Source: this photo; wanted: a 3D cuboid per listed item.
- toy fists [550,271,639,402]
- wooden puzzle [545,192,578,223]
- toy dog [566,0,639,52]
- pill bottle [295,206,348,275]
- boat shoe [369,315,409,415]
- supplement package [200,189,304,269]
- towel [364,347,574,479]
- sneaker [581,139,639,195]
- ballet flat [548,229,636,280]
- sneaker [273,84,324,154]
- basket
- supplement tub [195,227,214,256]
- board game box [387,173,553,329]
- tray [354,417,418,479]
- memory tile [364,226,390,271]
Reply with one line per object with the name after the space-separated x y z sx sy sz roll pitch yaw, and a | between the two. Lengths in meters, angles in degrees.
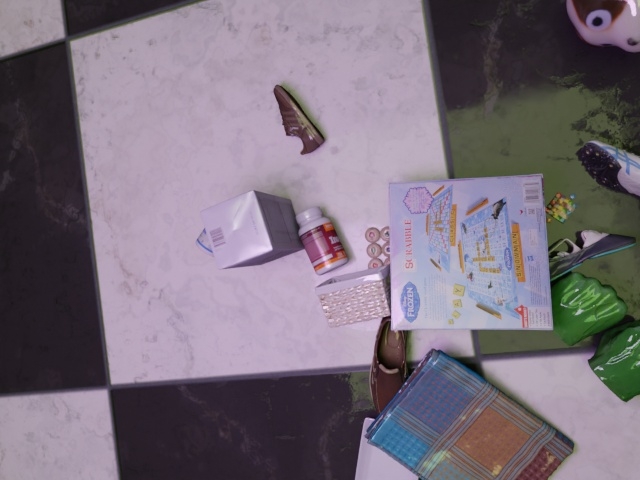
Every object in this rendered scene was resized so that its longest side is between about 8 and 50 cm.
0.590 0.187 1.069 0.279 0.096 0.142 49 117 11 | toy fists
0.522 -0.070 1.133 0.049 0.006 0.083 37 100 13 | wooden puzzle
0.665 -0.522 0.955 0.408 0.284 0.395 -33 68 14 | toy dog
0.000 0.000 1.243 0.086 0.086 0.152 -27 83 15 | pill bottle
0.154 0.291 1.193 0.095 0.095 0.257 1 90 16 | boat shoe
-0.145 -0.020 1.202 0.134 0.244 0.139 -20 84 15 | supplement package
0.322 0.438 1.140 0.370 0.040 0.271 35 100 2 | towel
0.651 -0.139 1.065 0.237 0.085 0.086 35 73 17 | sneaker
0.547 0.020 1.095 0.203 0.074 0.074 -27 83 17 | ballet flat
-0.071 -0.294 1.273 0.071 0.066 0.188 -39 79 14 | sneaker
0.089 0.128 1.199 0.167 0.113 0.103 -15 92 23 | basket
-0.262 -0.018 1.327 0.071 0.071 0.107 37 99 13 | supplement tub
0.304 0.028 1.095 0.318 0.066 0.318 -1 81 11 | board game box
0.157 0.560 1.228 0.145 0.030 0.270 9 93 17 | tray
0.180 0.020 1.229 0.148 0.012 0.113 -5 89 16 | memory tile
